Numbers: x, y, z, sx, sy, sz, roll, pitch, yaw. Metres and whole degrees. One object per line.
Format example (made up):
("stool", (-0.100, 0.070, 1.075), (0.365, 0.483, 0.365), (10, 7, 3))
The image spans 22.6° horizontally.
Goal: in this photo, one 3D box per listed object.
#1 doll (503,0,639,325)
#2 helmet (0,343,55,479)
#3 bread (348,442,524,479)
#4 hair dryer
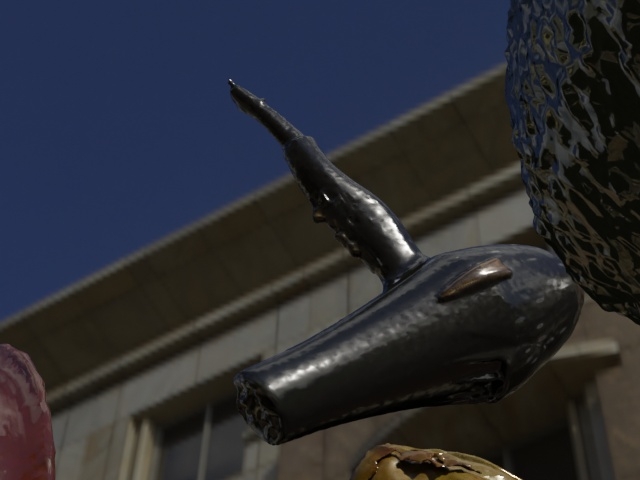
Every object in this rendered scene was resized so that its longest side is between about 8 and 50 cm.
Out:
("doll", (0.184, -0.100, 0.644), (0.247, 0.247, 0.349), (-14, -29, 10))
("helmet", (-0.269, 0.186, 0.649), (0.230, 0.385, 0.337), (12, -89, -27))
("bread", (0.148, 0.313, 1.362), (0.324, 0.277, 0.167), (26, -32, 9))
("hair dryer", (0.000, 0.000, 1.201), (0.304, 0.359, 0.120), (-17, -39, -33))
